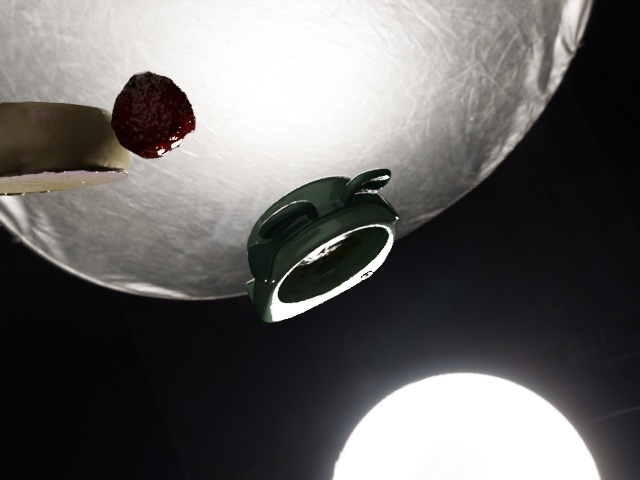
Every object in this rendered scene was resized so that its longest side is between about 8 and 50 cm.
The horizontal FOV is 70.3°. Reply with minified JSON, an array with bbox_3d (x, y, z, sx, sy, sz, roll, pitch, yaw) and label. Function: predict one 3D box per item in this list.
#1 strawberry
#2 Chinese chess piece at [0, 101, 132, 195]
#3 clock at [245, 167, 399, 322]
[{"bbox_3d":[-0.203,-0.152,0.545,0.106,0.106,0.106,-22,173,-3],"label":"strawberry"},{"bbox_3d":[-0.455,-0.144,0.749,0.269,0.112,0.270,-8,-175,1],"label":"Chinese chess piece"},{"bbox_3d":[0.001,0.001,0.420,0.148,0.060,0.189,-24,156,-18],"label":"clock"}]
